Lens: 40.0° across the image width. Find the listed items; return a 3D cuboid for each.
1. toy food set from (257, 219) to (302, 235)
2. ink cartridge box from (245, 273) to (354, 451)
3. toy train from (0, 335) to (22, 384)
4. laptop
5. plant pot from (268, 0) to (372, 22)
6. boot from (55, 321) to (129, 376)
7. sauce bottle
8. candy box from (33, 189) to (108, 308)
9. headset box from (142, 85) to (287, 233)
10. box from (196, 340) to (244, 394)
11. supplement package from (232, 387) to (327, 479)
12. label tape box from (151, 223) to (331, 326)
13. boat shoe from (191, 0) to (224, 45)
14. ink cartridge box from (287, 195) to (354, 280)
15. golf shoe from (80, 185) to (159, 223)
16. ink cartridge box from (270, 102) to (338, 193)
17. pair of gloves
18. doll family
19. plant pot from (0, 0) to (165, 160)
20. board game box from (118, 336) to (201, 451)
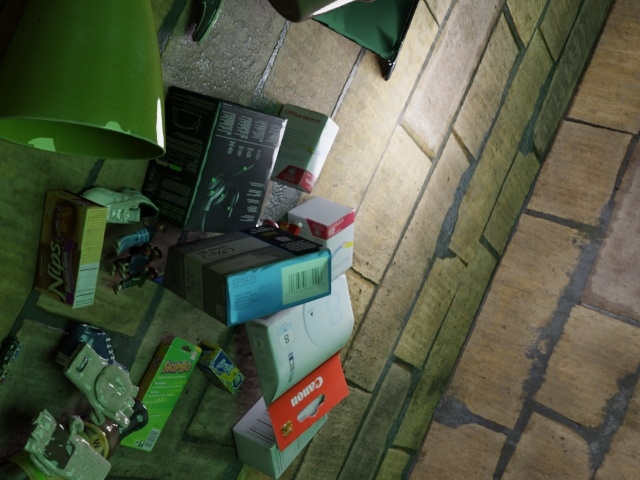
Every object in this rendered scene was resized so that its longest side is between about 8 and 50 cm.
[{"bbox_3d":[-0.114,-0.022,2.076,0.104,0.111,0.232,-64,152,-12],"label":"toy food set"},{"bbox_3d":[-0.024,0.315,2.275,0.308,0.091,0.385,-32,117,-43],"label":"ink cartridge box"},{"bbox_3d":[-0.575,0.243,1.563,0.158,0.027,0.036,-64,154,-9],"label":"toy train"},{"bbox_3d":[0.142,-0.649,2.202,0.408,0.236,0.382,9,102,-89],"label":"laptop"},{"bbox_3d":[-0.001,-0.572,1.815,0.229,0.263,0.263,-39,142,-16],"label":"plant pot"},{"bbox_3d":[-0.432,0.223,1.742,0.086,0.069,0.190,-63,148,-5],"label":"boot"},{"bbox_3d":[-0.486,0.412,1.736,0.344,0.111,0.111,-30,133,-50],"label":"sauce bottle"},{"bbox_3d":[-0.443,0.015,1.556,0.053,0.109,0.186,-9,116,-57],"label":"candy box"},{"bbox_3d":[-0.219,-0.147,1.802,0.246,0.131,0.283,2,106,-60],"label":"headset box"},{"bbox_3d":[-0.245,0.308,2.117,0.054,0.059,0.169,-59,149,-21],"label":"box"},{"bbox_3d":[-0.107,0.499,2.391,0.244,0.134,0.139,-43,142,-38],"label":"supplement package"},{"bbox_3d":[-0.172,0.047,1.763,0.241,0.334,0.105,-14,112,-34],"label":"label tape box"},{"bbox_3d":[-0.214,-0.480,1.695,0.065,0.075,0.206,21,96,-18],"label":"boat shoe"},{"bbox_3d":[0.000,0.000,2.260,0.127,0.128,0.176,-34,135,-45],"label":"ink cartridge box"},{"bbox_3d":[-0.378,-0.060,1.641,0.176,0.086,0.069,-15,123,-53],"label":"golf shoe"},{"bbox_3d":[-0.052,-0.213,2.039,0.072,0.127,0.175,33,80,-61],"label":"ink cartridge box"},{"bbox_3d":[-0.450,0.339,1.670,0.204,0.042,0.240,49,54,-41],"label":"pair of gloves"},{"bbox_3d":[-0.351,0.029,1.715,0.111,0.076,0.193,-22,164,-29],"label":"doll family"},{"bbox_3d":[-0.365,-0.298,1.377,0.275,0.275,0.293,16,78,-61],"label":"plant pot"},{"bbox_3d":[-0.362,0.341,1.971,0.259,0.039,0.124,-61,150,-8],"label":"board game box"}]
